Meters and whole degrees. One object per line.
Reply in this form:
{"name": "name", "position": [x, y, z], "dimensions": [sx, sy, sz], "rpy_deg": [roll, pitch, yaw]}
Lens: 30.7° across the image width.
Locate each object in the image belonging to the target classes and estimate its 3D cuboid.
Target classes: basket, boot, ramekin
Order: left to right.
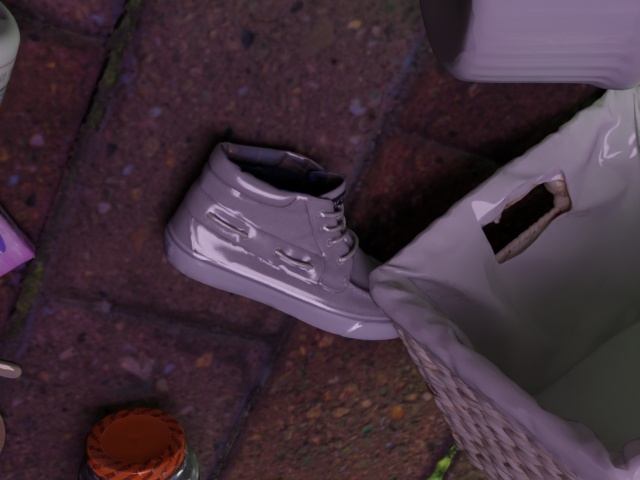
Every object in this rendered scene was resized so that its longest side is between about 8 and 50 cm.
{"name": "boot", "position": [0.000, 0.000, 1.027], "dimensions": [0.258, 0.095, 0.123], "rpy_deg": [17, 122, -25]}
{"name": "ramekin", "position": [0.148, -0.240, 0.819], "dimensions": [0.135, 0.277, 0.277], "rpy_deg": [-5, 123, -4]}
{"name": "basket", "position": [0.284, 0.092, 0.998], "dimensions": [0.328, 0.331, 0.266], "rpy_deg": [-37, 129, -13]}

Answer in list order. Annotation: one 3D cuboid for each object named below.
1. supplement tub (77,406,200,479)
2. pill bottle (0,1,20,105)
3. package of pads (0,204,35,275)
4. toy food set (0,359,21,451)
{"name": "supplement tub", "position": [-0.173, 0.263, 1.132], "dimensions": [0.117, 0.117, 0.190], "rpy_deg": [-7, 124, -13]}
{"name": "pill bottle", "position": [-0.334, -0.053, 0.850], "dimensions": [0.161, 0.161, 0.283], "rpy_deg": [13, 117, -24]}
{"name": "package of pads", "position": [-0.282, -0.007, 0.976], "dimensions": [0.050, 0.032, 0.083], "rpy_deg": [-32, 125, 2]}
{"name": "toy food set", "position": [-0.358, 0.186, 1.072], "dimensions": [0.132, 0.038, 0.192], "rpy_deg": [15, 116, -25]}
